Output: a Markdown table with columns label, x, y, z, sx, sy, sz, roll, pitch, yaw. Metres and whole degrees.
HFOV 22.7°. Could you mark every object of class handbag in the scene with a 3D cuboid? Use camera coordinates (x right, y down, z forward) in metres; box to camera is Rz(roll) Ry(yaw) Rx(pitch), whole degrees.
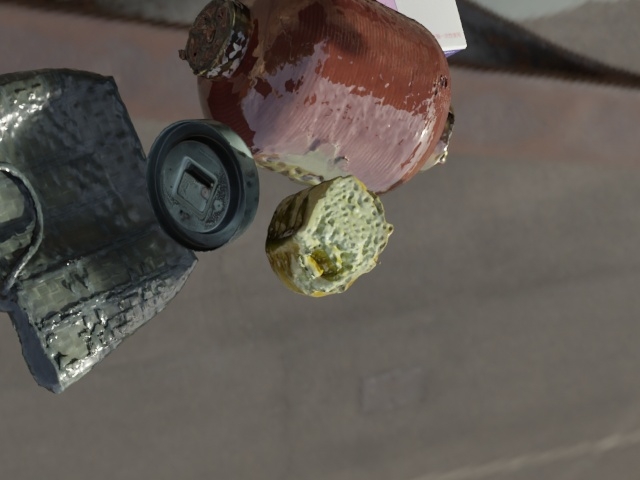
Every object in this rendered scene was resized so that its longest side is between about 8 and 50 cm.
| label | x | y | z | sx | sy | sz | roll | pitch | yaw |
| --- | --- | --- | --- | --- | --- | --- | --- | --- | --- |
| handbag | -0.218 | -0.023 | 1.324 | 0.175 | 0.270 | 0.089 | -26 | -177 | -42 |

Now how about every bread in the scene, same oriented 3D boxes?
| label | x | y | z | sx | sy | sz | roll | pitch | yaw |
| --- | --- | --- | --- | --- | --- | --- | --- | --- | --- |
| bread | 0.000 | 0.000 | 0.952 | 0.060 | 0.066 | 0.110 | -11 | 177 | -18 |

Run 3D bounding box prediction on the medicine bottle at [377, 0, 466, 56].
| label | x | y | z | sx | sy | sz | roll | pitch | yaw |
| --- | --- | --- | --- | --- | --- | --- | --- | --- | --- |
| medicine bottle | 0.043 | -0.259 | 1.607 | 0.201 | 0.171 | 0.052 | -10 | 174 | -39 |

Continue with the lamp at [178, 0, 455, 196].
| label | x | y | z | sx | sy | sz | roll | pitch | yaw |
| --- | --- | --- | --- | --- | --- | --- | --- | --- | --- |
| lamp | 0.003 | -0.130 | 1.359 | 0.258 | 0.180 | 0.180 | 22 | 124 | -34 |

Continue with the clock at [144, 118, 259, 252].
| label | x | y | z | sx | sy | sz | roll | pitch | yaw |
| --- | --- | --- | --- | --- | --- | --- | --- | --- | --- |
| clock | -0.074 | -0.034 | 0.990 | 0.017 | 0.085 | 0.085 | -15 | 148 | -51 |
